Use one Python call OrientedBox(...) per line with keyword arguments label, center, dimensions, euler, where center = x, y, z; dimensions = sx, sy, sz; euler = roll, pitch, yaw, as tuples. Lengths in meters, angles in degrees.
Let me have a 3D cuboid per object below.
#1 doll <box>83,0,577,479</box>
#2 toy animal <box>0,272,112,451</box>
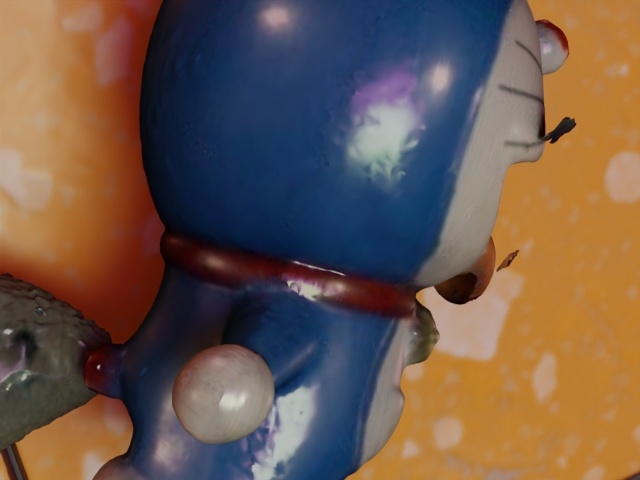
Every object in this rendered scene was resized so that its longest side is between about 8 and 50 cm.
OrientedBox(label="doll", center=(0.000, 0.000, 0.530), dimensions=(0.161, 0.215, 0.257), euler=(13, 94, 2))
OrientedBox(label="toy animal", center=(-0.203, 0.061, 0.531), dimensions=(0.253, 0.070, 0.079), euler=(-7, 89, -17))
